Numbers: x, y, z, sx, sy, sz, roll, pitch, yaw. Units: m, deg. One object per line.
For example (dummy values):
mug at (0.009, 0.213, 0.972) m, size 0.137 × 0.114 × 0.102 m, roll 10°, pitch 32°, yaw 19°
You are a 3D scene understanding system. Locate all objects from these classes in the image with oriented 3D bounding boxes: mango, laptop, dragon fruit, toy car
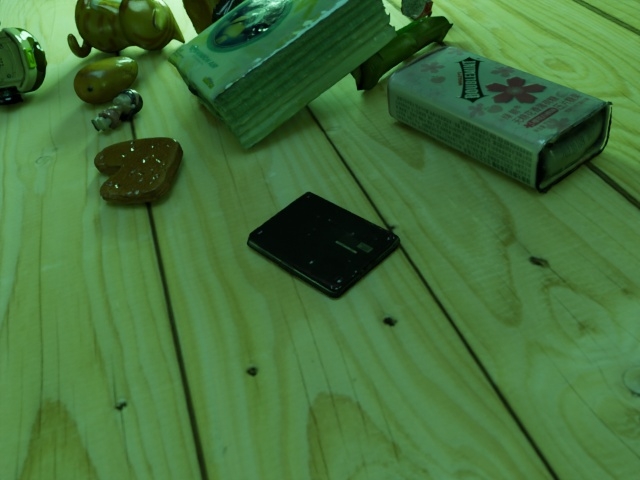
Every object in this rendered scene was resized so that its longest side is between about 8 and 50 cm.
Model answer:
mango at (-0.494, -0.376, 1.563) m, size 0.165 × 0.089 × 0.115 m, roll -29°, pitch 33°, yaw -24°
laptop at (0.000, 0.000, 1.052) m, size 0.154 × 0.026 × 0.207 m, roll -37°, pitch 47°, yaw -28°
dragon fruit at (0.239, -0.573, 1.649) m, size 0.083 × 0.056 × 0.060 m, roll 28°, pitch 31°, yaw 29°
toy car at (-0.790, -0.436, 1.646) m, size 0.247 × 0.204 × 0.198 m, roll -6°, pitch 18°, yaw 9°

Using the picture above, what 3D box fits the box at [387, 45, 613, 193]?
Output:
box at (0.307, -0.229, 1.186) m, size 0.190 × 0.112 × 0.369 m, roll -33°, pitch 44°, yaw -23°

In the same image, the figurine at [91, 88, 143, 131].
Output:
figurine at (-0.444, -0.283, 1.471) m, size 0.072 × 0.054 × 0.129 m, roll 5°, pitch 48°, yaw 40°

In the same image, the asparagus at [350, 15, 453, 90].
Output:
asparagus at (0.172, -0.423, 1.469) m, size 0.085 × 0.082 × 0.343 m, roll 21°, pitch 48°, yaw 37°

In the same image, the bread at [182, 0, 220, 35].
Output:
bread at (-0.285, -0.674, 1.703) m, size 0.132 × 0.294 × 0.167 m, roll 9°, pitch 44°, yaw 29°

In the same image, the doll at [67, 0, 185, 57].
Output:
doll at (-0.503, -0.566, 1.732) m, size 0.269 × 0.162 × 0.166 m, roll -2°, pitch 10°, yaw 19°

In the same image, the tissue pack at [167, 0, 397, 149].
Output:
tissue pack at (-0.084, -0.394, 1.367) m, size 0.388 × 0.162 × 0.287 m, roll -38°, pitch 43°, yaw -5°

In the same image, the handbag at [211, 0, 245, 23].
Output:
handbag at (-0.097, -0.561, 1.642) m, size 0.285 × 0.113 × 0.257 m, roll 27°, pitch 59°, yaw 10°

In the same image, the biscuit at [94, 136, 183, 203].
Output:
biscuit at (-0.359, -0.131, 1.280) m, size 0.186 × 0.036 × 0.192 m, roll -5°, pitch 41°, yaw 11°
